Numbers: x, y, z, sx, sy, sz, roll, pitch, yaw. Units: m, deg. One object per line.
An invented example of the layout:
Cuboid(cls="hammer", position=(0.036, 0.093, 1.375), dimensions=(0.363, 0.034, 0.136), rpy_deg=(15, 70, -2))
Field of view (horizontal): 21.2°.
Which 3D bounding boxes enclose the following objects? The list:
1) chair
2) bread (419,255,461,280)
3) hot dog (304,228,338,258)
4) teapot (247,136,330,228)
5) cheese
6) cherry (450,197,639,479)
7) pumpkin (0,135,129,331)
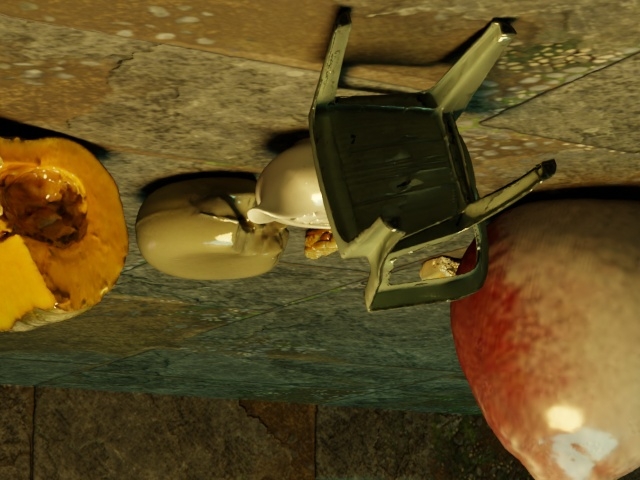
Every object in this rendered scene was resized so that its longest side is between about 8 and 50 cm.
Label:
Cuboid(cls="chair", position=(0.090, -0.061, 1.469), dimensions=(0.191, 0.203, 0.274), rpy_deg=(-9, 165, -15))
Cuboid(cls="bread", position=(0.181, 0.045, 2.316), dimensions=(0.083, 0.035, 0.070), rpy_deg=(11, 164, -20))
Cuboid(cls="hot dog", position=(0.000, 0.000, 2.116), dimensions=(0.034, 0.030, 0.090), rpy_deg=(15, 162, -25))
Cuboid(cls="teapot", position=(0.015, -0.053, 1.737), dimensions=(0.226, 0.092, 0.145), rpy_deg=(8, 167, -39))
Cuboid(cls="cheese", position=(-0.121, -0.014, 1.912), dimensions=(0.175, 0.091, 0.202), rpy_deg=(-1, 168, -3))
Cuboid(cls="cherry", position=(0.320, 0.105, 1.963), dimensions=(0.326, 0.335, 0.291), rpy_deg=(-16, 148, -5))
Cuboid(cls="pumpkin", position=(-0.325, -0.014, 1.677), dimensions=(0.139, 0.190, 0.280), rpy_deg=(-9, 164, 37))
